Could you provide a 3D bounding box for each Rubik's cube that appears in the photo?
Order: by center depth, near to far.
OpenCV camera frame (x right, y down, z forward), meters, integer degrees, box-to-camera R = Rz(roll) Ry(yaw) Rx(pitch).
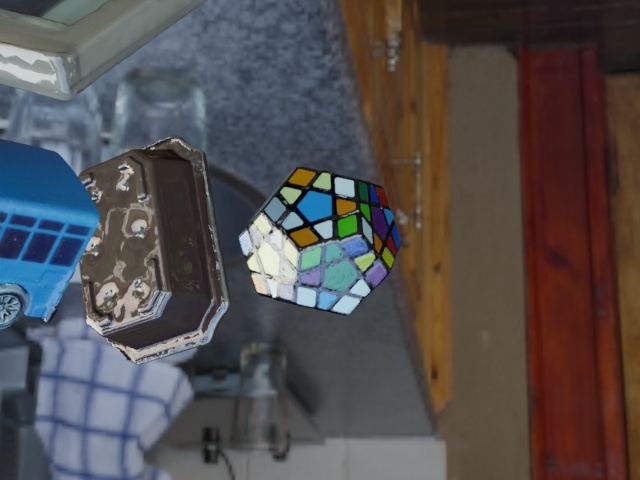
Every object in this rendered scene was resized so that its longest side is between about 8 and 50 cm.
[{"bbox_3d":[0.000,0.000,0.932,0.133,0.133,0.112,-1,151,6],"label":"Rubik's cube"}]

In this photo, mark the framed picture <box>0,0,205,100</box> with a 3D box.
[{"bbox_3d":[-0.158,-0.234,0.756,0.326,0.446,0.028,16,130,23],"label":"framed picture"}]

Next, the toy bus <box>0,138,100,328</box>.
[{"bbox_3d":[-0.235,-0.017,0.675,0.185,0.090,0.106,11,120,-46],"label":"toy bus"}]

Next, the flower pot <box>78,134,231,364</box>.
[{"bbox_3d":[-0.208,0.006,1.294,0.179,0.251,0.084,-19,163,29],"label":"flower pot"}]
